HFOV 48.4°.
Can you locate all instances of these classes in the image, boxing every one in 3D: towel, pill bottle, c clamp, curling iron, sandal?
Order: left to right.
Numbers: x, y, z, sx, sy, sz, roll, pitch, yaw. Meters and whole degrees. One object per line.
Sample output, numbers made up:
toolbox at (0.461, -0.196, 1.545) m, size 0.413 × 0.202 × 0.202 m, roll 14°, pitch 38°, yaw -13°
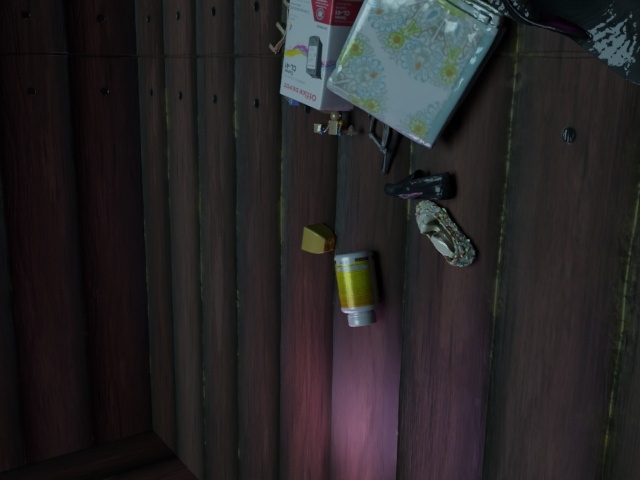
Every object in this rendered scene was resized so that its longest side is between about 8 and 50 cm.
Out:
pill bottle at (0.111, 0.140, 2.101) m, size 0.117 × 0.117 × 0.214 m, roll -8°, pitch 90°, yaw 56°
c clamp at (0.161, -0.290, 1.984) m, size 0.160 × 0.022 × 0.137 m, roll -111°, pitch 25°, yaw -51°
curling iron at (0.202, -0.306, 1.948) m, size 0.068 × 0.035 × 0.273 m, roll -118°, pitch 30°, yaw -56°
towel at (0.222, -0.445, 1.703) m, size 0.321 × 0.090 × 0.374 m, roll 34°, pitch 125°, yaw 9°
sandal at (0.401, -0.401, 1.155) m, size 0.446 × 0.107 × 0.167 m, roll 47°, pitch 133°, yaw 40°

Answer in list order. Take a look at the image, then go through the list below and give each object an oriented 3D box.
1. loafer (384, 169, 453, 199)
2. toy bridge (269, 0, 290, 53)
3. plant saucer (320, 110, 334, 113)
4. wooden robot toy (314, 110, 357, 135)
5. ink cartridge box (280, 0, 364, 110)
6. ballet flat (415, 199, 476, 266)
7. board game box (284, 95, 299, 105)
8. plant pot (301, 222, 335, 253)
loafer at (0.257, -0.147, 1.868) m, size 0.223 × 0.076 × 0.078 m, roll 6°, pitch 96°, yaw 51°
toy bridge at (-0.122, -0.696, 2.345) m, size 0.063 × 0.026 × 0.188 m, roll 55°, pitch 138°, yaw 32°
plant saucer at (0.035, -0.521, 2.140) m, size 0.278 × 0.041 × 0.277 m, roll 17°, pitch 111°, yaw 54°
wooden robot toy at (0.051, -0.354, 2.118) m, size 0.173 × 0.076 × 0.079 m, roll 17°, pitch 112°, yaw 53°
ink cartridge box at (0.006, -0.544, 2.029) m, size 0.226 × 0.131 × 0.306 m, roll 34°, pitch 122°, yaw 48°
ballet flat at (0.303, -0.023, 1.819) m, size 0.241 × 0.077 × 0.091 m, roll 50°, pitch 136°, yaw 39°
board game box at (-0.083, -0.541, 2.266) m, size 0.136 × 0.035 × 0.201 m, roll -114°, pitch 28°, yaw -68°
plant pot at (0.000, 0.000, 2.273) m, size 0.083 × 0.081 × 0.081 m, roll 28°, pitch 120°, yaw 39°
